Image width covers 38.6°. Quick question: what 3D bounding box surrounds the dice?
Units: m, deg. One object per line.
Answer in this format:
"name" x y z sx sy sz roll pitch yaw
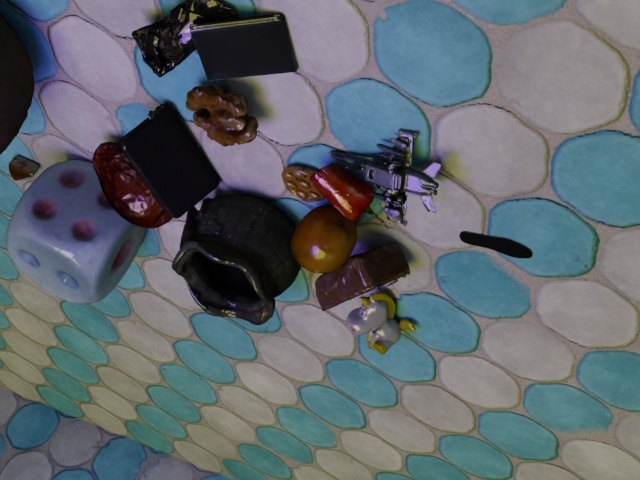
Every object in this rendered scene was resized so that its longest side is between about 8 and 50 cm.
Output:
"dice" -0.611 -0.020 2.307 0.262 0.268 0.264 27 147 4

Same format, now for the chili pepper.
"chili pepper" 0.068 -0.085 1.875 0.192 0.086 0.084 41 126 0

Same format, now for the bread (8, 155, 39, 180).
"bread" -0.796 -0.194 2.421 0.109 0.043 0.062 -9 132 45

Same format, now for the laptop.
"laptop" -0.141 -0.357 1.697 0.180 0.016 0.129 -3 138 13

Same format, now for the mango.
"mango" 0.003 -0.005 1.967 0.120 0.151 0.221 31 177 -14

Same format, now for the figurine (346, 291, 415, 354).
"figurine" 0.134 0.186 2.181 0.130 0.109 0.178 -29 126 21

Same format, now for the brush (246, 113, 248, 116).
"brush" -0.162 -0.269 1.878 0.024 0.008 0.083 19 145 24

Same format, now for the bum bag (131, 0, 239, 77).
"bum bag" -0.261 -0.395 1.737 0.248 0.069 0.102 -22 108 32

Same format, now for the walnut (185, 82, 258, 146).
"walnut" -0.194 -0.257 1.852 0.170 0.069 0.143 18 145 37

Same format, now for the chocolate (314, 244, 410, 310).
"chocolate" 0.085 0.079 2.029 0.214 0.148 0.093 -27 81 52

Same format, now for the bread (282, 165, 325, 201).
"bread" -0.033 -0.122 1.958 0.110 0.024 0.110 21 146 14

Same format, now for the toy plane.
"toy plane" 0.115 -0.133 1.779 0.262 0.088 0.192 16 117 25

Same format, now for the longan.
"longan" -0.833 -0.334 1.967 0.436 0.404 0.404 -16 125 43

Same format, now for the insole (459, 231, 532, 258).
"insole" 0.355 0.009 1.856 0.153 0.002 0.053 13 143 23

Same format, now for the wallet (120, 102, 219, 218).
"wallet" -0.334 -0.173 2.018 0.044 0.149 0.250 32 160 49

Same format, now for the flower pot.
"flower pot" -0.201 0.037 2.123 0.302 0.213 0.302 19 145 14

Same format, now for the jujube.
"jujube" -0.434 -0.135 2.136 0.236 0.168 0.168 40 149 16
